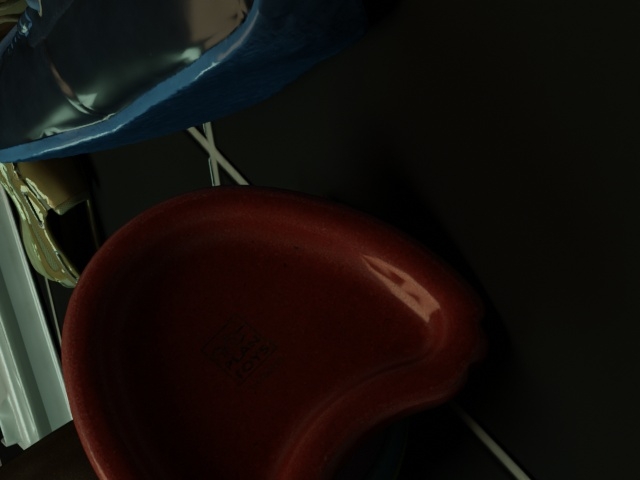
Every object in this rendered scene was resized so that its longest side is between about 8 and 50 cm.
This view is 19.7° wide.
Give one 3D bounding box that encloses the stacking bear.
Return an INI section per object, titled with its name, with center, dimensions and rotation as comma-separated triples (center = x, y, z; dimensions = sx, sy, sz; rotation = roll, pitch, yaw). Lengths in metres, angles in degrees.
[stacking bear]
center = -0.028, 0.104, 0.909
dimensions = 0.164, 0.175, 0.289
rotation = 39, 162, 18

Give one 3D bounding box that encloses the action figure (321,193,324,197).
[action figure]
center = 0.000, 0.000, 0.914
dimensions = 0.115, 0.030, 0.038
rotation = 1, 116, 65

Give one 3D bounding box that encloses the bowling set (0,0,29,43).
[bowling set]
center = -0.205, -0.151, 1.125
dimensions = 0.200, 0.154, 0.287
rotation = 62, 160, 22

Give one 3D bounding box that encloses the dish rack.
[dish rack]
center = -0.337, 0.063, 1.844
dimensions = 0.285, 0.072, 0.332
rotation = 21, 128, 66

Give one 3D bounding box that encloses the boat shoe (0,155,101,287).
[boat shoe]
center = -0.199, -0.044, 1.378
dimensions = 0.072, 0.068, 0.190
rotation = 28, 146, 45

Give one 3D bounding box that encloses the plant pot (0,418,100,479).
[plant pot]
center = -0.204, 0.250, 1.417
dimensions = 0.215, 0.230, 0.215
rotation = 53, 155, 38

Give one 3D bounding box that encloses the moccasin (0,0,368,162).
[moccasin]
center = -0.076, -0.116, 0.893
dimensions = 0.342, 0.138, 0.116
rotation = -17, 89, 57
